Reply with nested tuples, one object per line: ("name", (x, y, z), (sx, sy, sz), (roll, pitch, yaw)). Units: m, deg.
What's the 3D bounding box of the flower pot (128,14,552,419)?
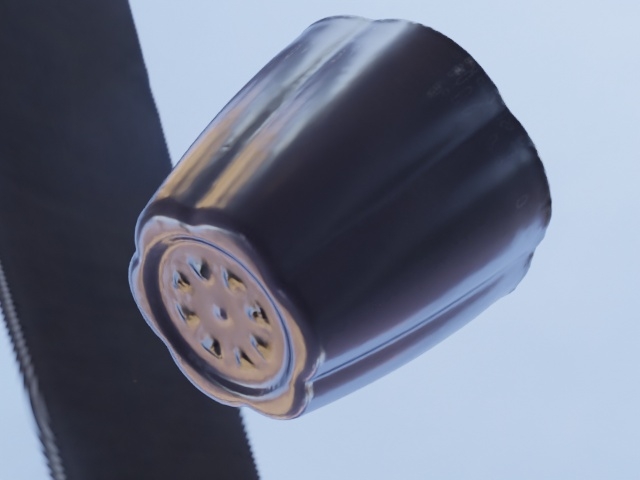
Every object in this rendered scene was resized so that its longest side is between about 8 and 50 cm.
("flower pot", (0.000, 0.000, 1.166), (0.265, 0.265, 0.243), (48, -126, -1))
